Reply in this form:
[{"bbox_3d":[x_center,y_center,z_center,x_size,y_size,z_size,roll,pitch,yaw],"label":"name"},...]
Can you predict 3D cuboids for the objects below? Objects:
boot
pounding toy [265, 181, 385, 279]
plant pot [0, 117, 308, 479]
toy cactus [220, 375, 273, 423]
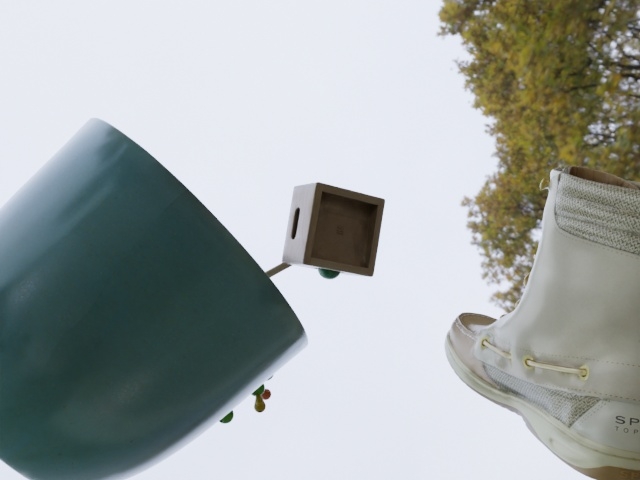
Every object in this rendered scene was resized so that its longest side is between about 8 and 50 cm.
[{"bbox_3d":[0.187,0.042,0.496,0.095,0.262,0.203,3,-82,-11],"label":"boot"},{"bbox_3d":[0.000,0.000,0.857,0.130,0.100,0.141,12,-95,-27],"label":"pounding toy"},{"bbox_3d":[-0.197,0.076,0.562,0.235,0.293,0.293,-44,-54,-16],"label":"plant pot"},{"bbox_3d":[-0.156,0.205,1.094,0.112,0.180,0.219,35,-109,-67],"label":"toy cactus"}]
